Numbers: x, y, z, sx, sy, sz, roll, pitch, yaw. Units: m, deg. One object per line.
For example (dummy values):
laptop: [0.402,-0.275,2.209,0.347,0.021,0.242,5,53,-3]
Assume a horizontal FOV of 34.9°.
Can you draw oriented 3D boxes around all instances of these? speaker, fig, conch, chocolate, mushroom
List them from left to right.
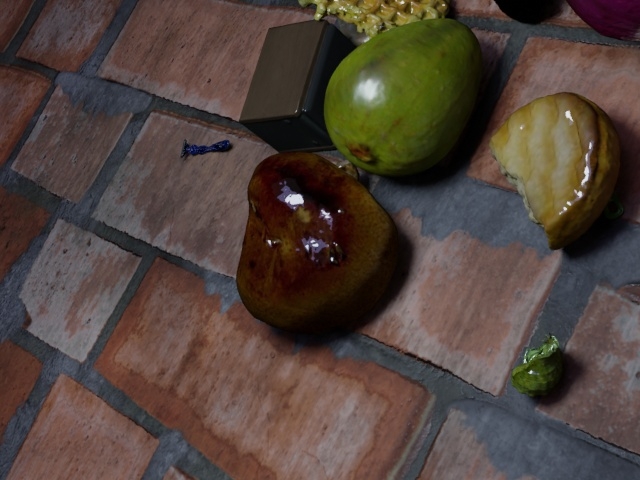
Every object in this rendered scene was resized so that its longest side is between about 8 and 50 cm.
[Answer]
speaker: [-0.036,-0.317,2.101,0.192,0.153,0.231,-1,66,41]
mushroom: [0.000,0.000,1.880,0.345,0.259,0.345,2,94,32]
fig: [0.160,-0.274,1.851,0.326,0.258,0.258,-49,43,-12]
chocolate: [0.383,-0.499,1.873,0.133,0.156,0.156,-46,44,-8]
conch: [0.332,0.188,1.556,0.089,0.074,0.121,-94,16,-50]

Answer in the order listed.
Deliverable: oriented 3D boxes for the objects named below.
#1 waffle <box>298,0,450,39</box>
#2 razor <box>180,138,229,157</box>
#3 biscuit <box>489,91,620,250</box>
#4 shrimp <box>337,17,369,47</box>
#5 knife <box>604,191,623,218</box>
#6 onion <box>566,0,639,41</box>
waffle: [0.118,-0.492,2.048,0.301,0.058,0.281,12,50,13]
razor: [-0.256,-0.212,2.312,0.154,0.028,0.044,-3,72,40]
biscuit: [0.391,-0.126,1.657,0.213,0.091,0.274,-45,36,29]
shrimp: [0.104,-0.538,2.174,0.178,0.075,0.289,-23,51,18]
knife: [0.454,-0.104,1.662,0.078,0.022,0.166,-32,48,29]
onion: [0.581,-0.483,1.605,0.420,0.398,0.398,18,73,-1]
